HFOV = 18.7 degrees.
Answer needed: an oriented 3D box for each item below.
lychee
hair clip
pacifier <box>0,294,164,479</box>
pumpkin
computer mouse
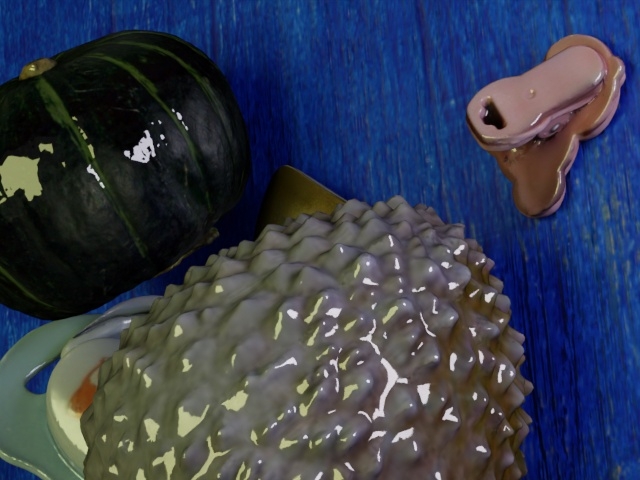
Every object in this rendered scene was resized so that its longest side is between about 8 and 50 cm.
[{"bbox_3d":[-0.003,0.167,1.598,0.380,0.380,0.432,34,87,44],"label":"lychee"},{"bbox_3d":[0.200,-0.105,1.671,0.138,0.102,0.123,-33,57,0],"label":"hair clip"},{"bbox_3d":[-0.186,0.208,1.931,0.299,0.244,0.233,43,146,23],"label":"pacifier"},{"bbox_3d":[-0.222,-0.067,1.893,0.323,0.323,0.241,-25,97,41],"label":"pumpkin"},{"bbox_3d":[-0.002,0.000,1.850,0.199,0.045,0.102,35,111,44],"label":"computer mouse"}]
